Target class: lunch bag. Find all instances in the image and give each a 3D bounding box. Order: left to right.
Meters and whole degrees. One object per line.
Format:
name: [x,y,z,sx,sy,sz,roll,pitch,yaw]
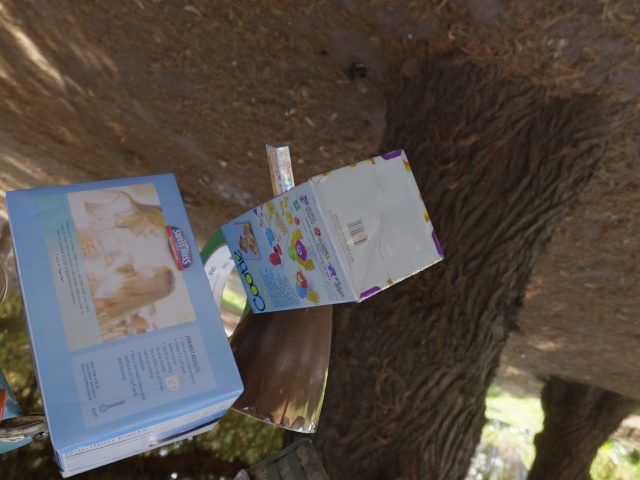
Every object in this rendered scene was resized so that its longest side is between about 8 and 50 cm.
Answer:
lunch bag: [-0.100,0.631,1.261,0.169,0.287,0.235,68,170,-24]

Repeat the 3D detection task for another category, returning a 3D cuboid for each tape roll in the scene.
tape roll: [-0.195,0.126,1.226,0.077,0.321,0.321,16,174,-38]

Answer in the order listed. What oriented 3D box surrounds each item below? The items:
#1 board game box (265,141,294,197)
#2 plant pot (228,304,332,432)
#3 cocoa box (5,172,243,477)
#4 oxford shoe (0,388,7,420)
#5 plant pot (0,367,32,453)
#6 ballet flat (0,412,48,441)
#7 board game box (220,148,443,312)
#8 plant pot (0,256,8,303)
board game box: [-0.082,-0.128,1.176,0.026,0.154,0.103,-13,-162,-15]
plant pot: [-0.069,0.187,0.976,0.215,0.230,0.215,20,171,3]
cocoa box: [-0.285,0.113,0.781,0.231,0.347,0.228,-11,156,-28]
oxford shoe: [-0.607,0.338,0.902,0.098,0.097,0.271,19,-157,-11]
plant pot: [-0.840,0.394,1.289,0.290,0.195,0.290,29,131,39]
ballet flat: [-0.623,0.404,1.170,0.084,0.058,0.250,6,166,-11]
board game box: [0.000,0.000,0.727,0.142,0.144,0.275,-22,-177,-32]
plant pot: [-0.931,0.090,1.456,0.236,0.236,0.032,22,-166,3]
